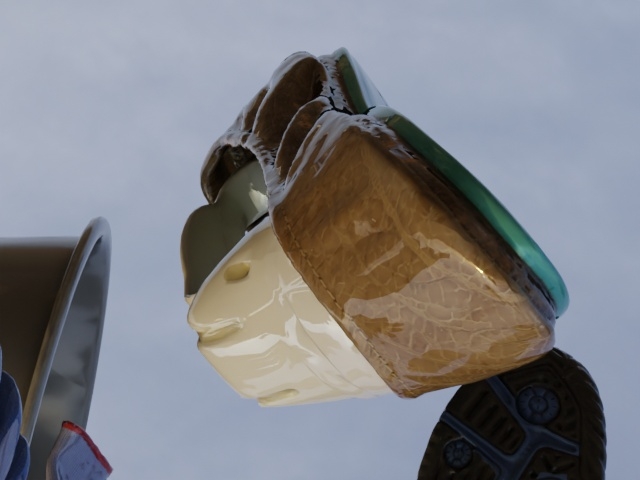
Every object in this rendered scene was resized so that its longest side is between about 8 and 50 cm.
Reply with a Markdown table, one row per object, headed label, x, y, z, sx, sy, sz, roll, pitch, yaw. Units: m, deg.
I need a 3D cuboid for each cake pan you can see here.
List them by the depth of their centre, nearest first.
| label | x | y | z | sx | sy | sz | roll | pitch | yaw |
| --- | --- | --- | --- | --- | --- | --- | --- | --- | --- |
| cake pan | -0.159 | 0.127 | 0.834 | 0.054 | 0.293 | 0.293 | 12 | -141 | -2 |

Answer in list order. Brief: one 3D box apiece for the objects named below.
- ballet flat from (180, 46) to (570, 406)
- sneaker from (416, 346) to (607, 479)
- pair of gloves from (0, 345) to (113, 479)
| label | x | y | z | sx | sy | sz | roll | pitch | yaw |
| --- | --- | --- | --- | --- | --- | --- | --- | --- | --- |
| ballet flat | 0.000 | 0.000 | 0.701 | 0.124 | 0.116 | 0.342 | -36 | -160 | 2 |
| sneaker | 0.073 | 0.147 | 0.727 | 0.080 | 0.081 | 0.211 | 11 | -106 | 7 |
| pair of gloves | -0.126 | 0.129 | 0.659 | 0.023 | 0.198 | 0.159 | 1 | -120 | 16 |
